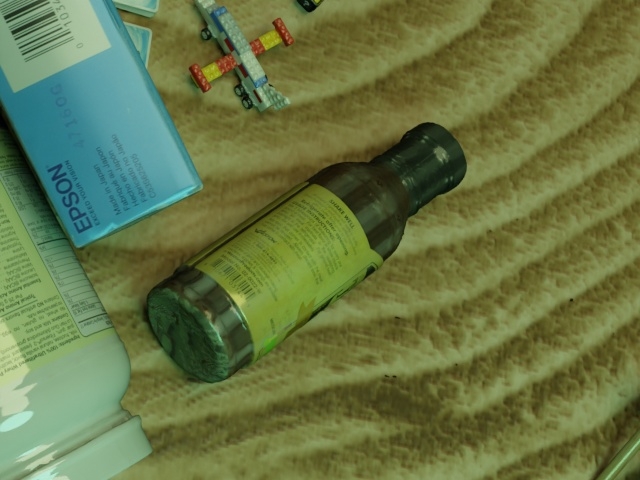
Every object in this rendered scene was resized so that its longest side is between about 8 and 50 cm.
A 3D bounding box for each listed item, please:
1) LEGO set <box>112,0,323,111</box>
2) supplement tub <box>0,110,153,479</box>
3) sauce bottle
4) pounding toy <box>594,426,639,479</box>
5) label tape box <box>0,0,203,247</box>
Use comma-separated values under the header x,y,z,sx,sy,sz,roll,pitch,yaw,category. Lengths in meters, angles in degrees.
x,y,z,sx,sy,sz,roll,pitch,yaw,category
-0.105,-0.227,1.647,0.244,0.060,0.182,15,72,-23,LEGO set
-0.292,0.068,1.351,0.235,0.235,0.325,-27,88,-31,supplement tub
0.000,0.000,1.596,0.344,0.111,0.111,-35,92,-30,sauce bottle
0.370,0.269,1.730,0.154,0.154,0.270,16,75,-53,pounding toy
-0.208,-0.127,1.417,0.115,0.347,0.249,-27,94,-8,label tape box
